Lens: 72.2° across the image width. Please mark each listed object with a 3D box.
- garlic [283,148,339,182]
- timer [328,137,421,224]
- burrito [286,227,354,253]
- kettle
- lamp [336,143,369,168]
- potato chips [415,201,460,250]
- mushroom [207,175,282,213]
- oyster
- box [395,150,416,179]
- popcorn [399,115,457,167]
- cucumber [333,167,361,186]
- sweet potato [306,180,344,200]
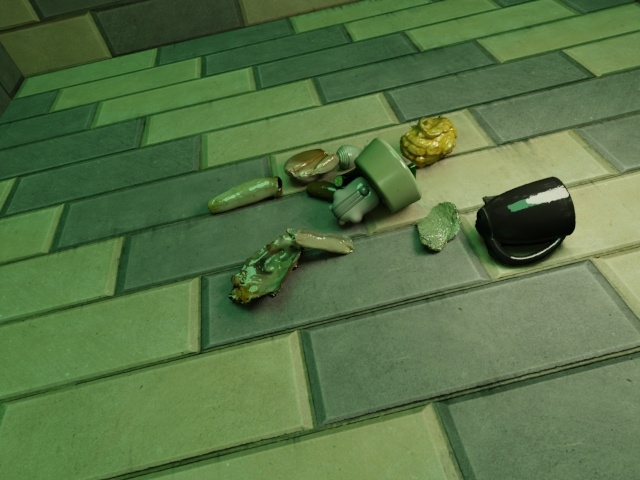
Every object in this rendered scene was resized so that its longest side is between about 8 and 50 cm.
[{"bbox_3d":[-0.055,-0.322,1.939,0.228,0.110,0.217,-25,37,-20],"label":"garlic"},{"bbox_3d":[0.179,-0.186,1.688,0.315,0.291,0.290,-37,48,5],"label":"timer"},{"bbox_3d":[0.000,0.000,1.580,0.275,0.059,0.082,8,35,-35],"label":"burrito"},{"bbox_3d":[0.685,-0.053,1.495,0.290,0.207,0.268,-15,74,5],"label":"kettle"},{"bbox_3d":[0.157,-0.383,1.956,0.193,0.106,0.106,-17,46,-15],"label":"lamp"},{"bbox_3d":[0.427,-0.054,1.626,0.167,0.059,0.228,27,63,38],"label":"potato chips"},{"bbox_3d":[-0.322,-0.201,1.895,0.333,0.087,0.107,-16,48,0],"label":"mushroom"},{"bbox_3d":[-0.178,0.093,1.588,0.221,0.096,0.361,10,50,26],"label":"oyster"},{"bbox_3d":[0.310,-0.313,1.834,0.034,0.132,0.235,-31,50,-15],"label":"box"},{"bbox_3d":[0.454,-0.418,1.848,0.250,0.250,0.190,-35,88,-20],"label":"popcorn"},{"bbox_3d":[0.122,-0.266,1.843,0.058,0.058,0.187,20,31,27],"label":"cucumber"},{"bbox_3d":[0.052,-0.205,1.826,0.244,0.077,0.077,12,51,23],"label":"sweet potato"}]
